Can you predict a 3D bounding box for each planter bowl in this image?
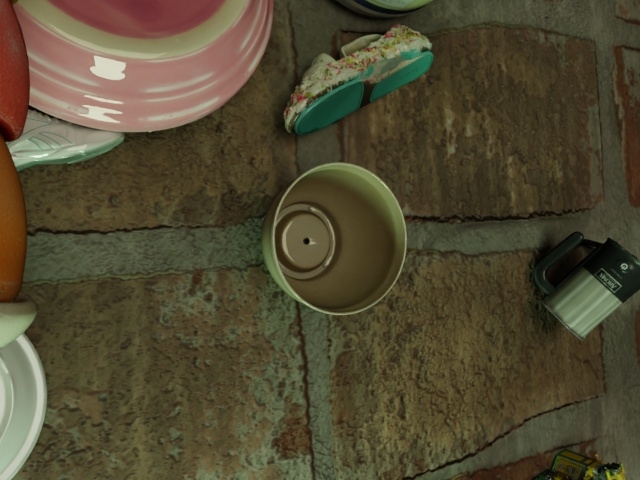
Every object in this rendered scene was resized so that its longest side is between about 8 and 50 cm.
[{"bbox_3d":[0.000,0.000,0.654,0.162,0.109,0.161,1,87,-27],"label":"planter bowl"}]

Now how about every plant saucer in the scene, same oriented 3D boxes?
[{"bbox_3d":[-0.194,-0.274,0.556,0.333,0.084,0.331,5,78,-26],"label":"plant saucer"}]

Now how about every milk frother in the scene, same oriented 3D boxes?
[{"bbox_3d":[0.406,0.063,0.874,0.134,0.129,0.143,-46,145,15],"label":"milk frother"}]

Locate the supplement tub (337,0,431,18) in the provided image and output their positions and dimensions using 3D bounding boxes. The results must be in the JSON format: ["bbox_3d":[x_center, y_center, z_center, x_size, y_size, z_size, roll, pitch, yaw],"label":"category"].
[{"bbox_3d":[0.132,-0.405,0.615,0.236,0.325,0.235,1,88,-27],"label":"supplement tub"}]

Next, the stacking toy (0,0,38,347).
[{"bbox_3d":[-0.300,-0.183,0.364,0.351,0.351,0.479,20,81,-25],"label":"stacking toy"}]

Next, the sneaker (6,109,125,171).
[{"bbox_3d":[-0.267,-0.101,0.553,0.152,0.054,0.061,-15,92,-26],"label":"sneaker"}]

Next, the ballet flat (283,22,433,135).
[{"bbox_3d":[0.036,-0.202,0.708,0.241,0.091,0.077,-31,72,-29],"label":"ballet flat"}]

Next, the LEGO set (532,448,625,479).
[{"bbox_3d":[0.347,0.446,0.769,0.332,0.192,0.254,-6,91,-27],"label":"LEGO set"}]

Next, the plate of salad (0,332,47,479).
[{"bbox_3d":[-0.350,0.147,0.505,0.200,0.048,0.199,8,75,-31],"label":"plate of salad"}]
